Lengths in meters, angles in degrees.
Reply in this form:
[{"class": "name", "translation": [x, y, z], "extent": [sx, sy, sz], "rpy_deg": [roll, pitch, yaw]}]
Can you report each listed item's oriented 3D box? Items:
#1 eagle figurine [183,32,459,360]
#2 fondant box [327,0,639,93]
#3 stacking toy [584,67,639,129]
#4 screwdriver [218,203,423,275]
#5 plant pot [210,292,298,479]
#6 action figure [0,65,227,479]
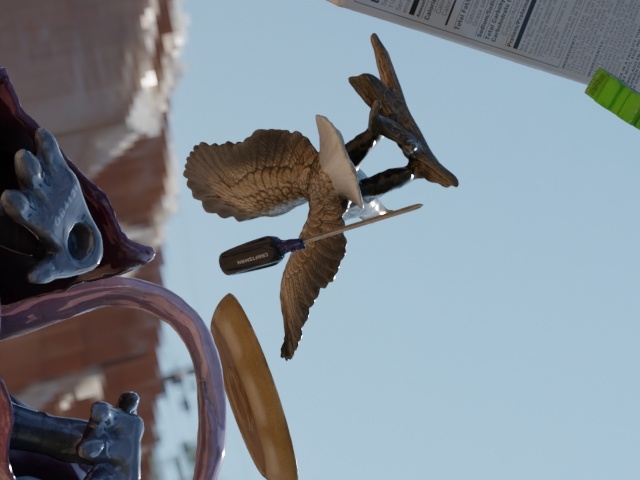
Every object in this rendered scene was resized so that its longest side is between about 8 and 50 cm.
[{"class": "eagle figurine", "translation": [-0.005, -0.035, 2.005], "extent": [0.225, 0.298, 0.226], "rpy_deg": [44, 25, -28]}, {"class": "fondant box", "translation": [0.060, -0.196, 1.241], "extent": [0.238, 0.330, 0.096], "rpy_deg": [31, -77, 42]}, {"class": "stacking toy", "translation": [0.255, -0.100, 0.974], "extent": [0.221, 0.052, 0.167], "rpy_deg": [36, -79, 38]}, {"class": "screwdriver", "translation": [0.000, 0.000, 1.406], "extent": [0.024, 0.169, 0.025], "rpy_deg": [27, 55, -60]}, {"class": "plant pot", "translation": [-0.080, 0.176, 2.147], "extent": [0.236, 0.032, 0.236], "rpy_deg": [162, -90, -80]}, {"class": "action figure", "translation": [-0.260, 0.020, 0.934], "extent": [0.275, 0.370, 0.248], "rpy_deg": [23, 68, -62]}]
